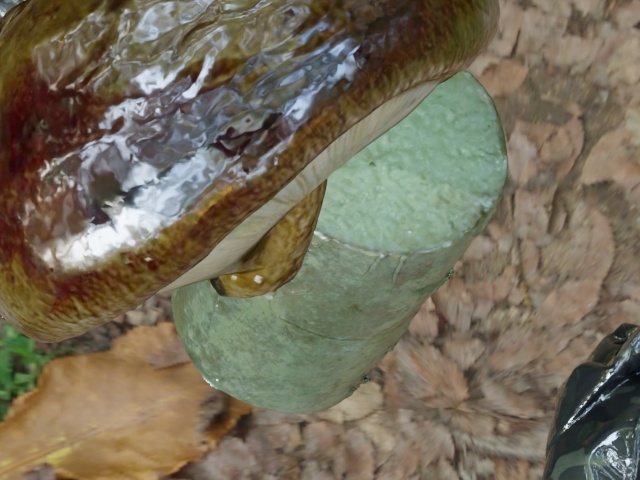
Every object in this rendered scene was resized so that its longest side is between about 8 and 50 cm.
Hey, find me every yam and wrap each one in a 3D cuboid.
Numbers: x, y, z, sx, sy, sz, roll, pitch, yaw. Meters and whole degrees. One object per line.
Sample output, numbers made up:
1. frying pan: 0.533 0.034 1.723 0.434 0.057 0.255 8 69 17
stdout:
1. yam: 0.000 0.000 0.928 0.161 0.268 0.161 9 58 -15

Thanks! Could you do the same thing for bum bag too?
1. bum bag: 0.179 0.210 0.922 0.095 0.144 0.341 16 66 -12

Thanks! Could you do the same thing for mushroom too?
1. mushroom: -0.042 -0.063 0.547 0.231 0.194 0.138 -37 79 -16

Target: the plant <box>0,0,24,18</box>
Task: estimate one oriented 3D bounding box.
1. plant: -0.152 -0.154 0.863 0.213 0.312 0.215 26 44 4
